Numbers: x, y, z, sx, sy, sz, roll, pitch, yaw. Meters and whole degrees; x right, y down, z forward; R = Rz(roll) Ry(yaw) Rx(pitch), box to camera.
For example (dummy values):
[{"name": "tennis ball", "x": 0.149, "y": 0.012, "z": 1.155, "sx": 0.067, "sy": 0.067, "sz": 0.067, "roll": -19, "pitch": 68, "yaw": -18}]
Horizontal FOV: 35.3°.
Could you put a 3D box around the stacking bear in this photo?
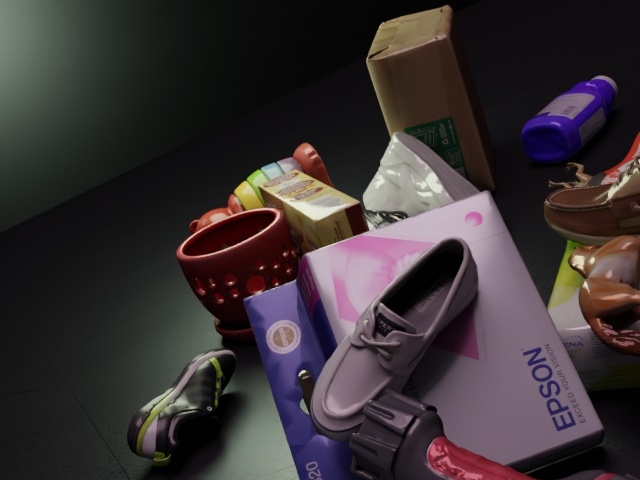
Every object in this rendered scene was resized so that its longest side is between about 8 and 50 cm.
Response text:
[{"name": "stacking bear", "x": -0.117, "y": -0.057, "z": 2.027, "sx": 0.289, "sy": 0.175, "sz": 0.164, "roll": -30, "pitch": 23, "yaw": -6}]

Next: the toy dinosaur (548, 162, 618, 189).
[{"name": "toy dinosaur", "x": 0.459, "y": -0.095, "z": 1.736, "sx": 0.183, "sy": 0.053, "sz": 0.093, "roll": -34, "pitch": 38, "yaw": -15}]

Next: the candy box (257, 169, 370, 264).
[{"name": "candy box", "x": 0.000, "y": 0.000, "z": 1.703, "sx": 0.088, "sy": 0.182, "sz": 0.316, "roll": -22, "pitch": 20, "yaw": -13}]

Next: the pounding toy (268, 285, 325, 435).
[{"name": "pounding toy", "x": 0.009, "y": 0.143, "z": 1.286, "sx": 0.094, "sy": 0.206, "sz": 0.181, "roll": -20, "pitch": 19, "yaw": -1}]

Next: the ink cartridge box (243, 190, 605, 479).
[{"name": "ink cartridge box", "x": 0.101, "y": 0.135, "z": 1.147, "sx": 0.330, "sy": 0.071, "sz": 0.324, "roll": -20, "pitch": 61, "yaw": -2}]

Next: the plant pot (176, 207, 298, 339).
[{"name": "plant pot", "x": -0.124, "y": 0.059, "z": 1.682, "sx": 0.191, "sy": 0.174, "sz": 0.191, "roll": -17, "pitch": 21, "yaw": 7}]

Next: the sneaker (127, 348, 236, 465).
[{"name": "sneaker", "x": -0.173, "y": 0.244, "z": 1.426, "sx": 0.097, "sy": 0.084, "sz": 0.235, "roll": 19, "pitch": 38, "yaw": 24}]

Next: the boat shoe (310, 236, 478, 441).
[{"name": "boat shoe", "x": 0.074, "y": 0.098, "z": 1.084, "sx": 0.095, "sy": 0.084, "sz": 0.258, "roll": 30, "pitch": 74, "yaw": 23}]

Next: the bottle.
[{"name": "bottle", "x": 0.507, "y": -0.247, "z": 2.001, "sx": 0.118, "sy": 0.092, "sz": 0.283, "roll": -1, "pitch": 27, "yaw": 41}]

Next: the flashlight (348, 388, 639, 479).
[{"name": "flashlight", "x": 0.172, "y": 0.226, "z": 0.957, "sx": 0.304, "sy": 0.103, "sz": 0.103, "roll": 20, "pitch": 37, "yaw": 37}]

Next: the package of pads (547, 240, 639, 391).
[{"name": "package of pads", "x": 0.405, "y": 0.069, "z": 1.255, "sx": 0.229, "sy": 0.101, "sz": 0.296, "roll": -10, "pitch": 21, "yaw": 24}]

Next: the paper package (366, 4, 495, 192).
[{"name": "paper package", "x": 0.221, "y": -0.266, "z": 1.980, "sx": 0.168, "sy": 0.324, "sz": 0.309, "roll": -14, "pitch": 20, "yaw": 15}]

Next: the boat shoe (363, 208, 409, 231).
[{"name": "boat shoe", "x": 0.119, "y": -0.001, "z": 1.703, "sx": 0.105, "sy": 0.113, "sz": 0.306, "roll": -20, "pitch": 21, "yaw": -20}]

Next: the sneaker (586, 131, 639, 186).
[{"name": "sneaker", "x": 0.559, "y": -0.117, "z": 1.619, "sx": 0.270, "sy": 0.090, "sz": 0.145, "roll": -36, "pitch": 26, "yaw": -30}]

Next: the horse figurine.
[{"name": "horse figurine", "x": 0.352, "y": 0.052, "z": 1.120, "sx": 0.175, "sy": 0.066, "sz": 0.263, "roll": -8, "pitch": 28, "yaw": 24}]

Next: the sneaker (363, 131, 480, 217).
[{"name": "sneaker", "x": 0.189, "y": -0.045, "z": 1.784, "sx": 0.108, "sy": 0.169, "sz": 0.292, "roll": 7, "pitch": 32, "yaw": -41}]

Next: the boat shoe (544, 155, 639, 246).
[{"name": "boat shoe", "x": 0.429, "y": -0.062, "z": 1.256, "sx": 0.324, "sy": 0.116, "sz": 0.123, "roll": -1, "pitch": 27, "yaw": 40}]
